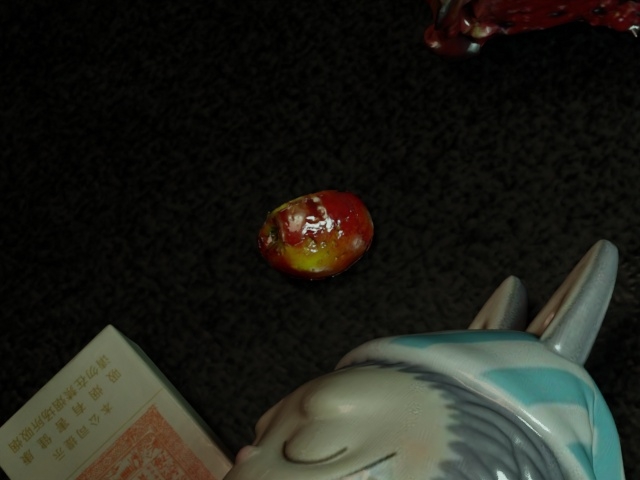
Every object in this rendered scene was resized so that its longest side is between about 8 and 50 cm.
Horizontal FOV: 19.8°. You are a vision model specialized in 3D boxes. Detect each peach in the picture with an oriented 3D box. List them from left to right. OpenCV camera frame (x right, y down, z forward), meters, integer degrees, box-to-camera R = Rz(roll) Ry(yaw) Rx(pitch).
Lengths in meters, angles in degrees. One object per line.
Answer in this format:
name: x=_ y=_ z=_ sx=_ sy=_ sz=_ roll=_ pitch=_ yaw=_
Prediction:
peach: x=0.000 y=0.000 z=1.404 sx=0.083 sy=0.077 sz=0.050 roll=-7 pitch=52 yaw=-32

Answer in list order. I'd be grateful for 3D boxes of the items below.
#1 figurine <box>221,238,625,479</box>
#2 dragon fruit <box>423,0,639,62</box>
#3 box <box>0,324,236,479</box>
figurine: x=0.130 y=0.164 z=1.182 sx=0.361 sy=0.266 sz=0.378 roll=23 pitch=78 yaw=19
dragon fruit: x=0.192 y=-0.285 z=1.343 sx=0.329 sy=0.286 sz=0.228 roll=-15 pitch=69 yaw=22
box: x=-0.139 y=0.180 z=1.373 sx=0.141 sy=0.058 sz=0.201 roll=-42 pitch=64 yaw=-1
